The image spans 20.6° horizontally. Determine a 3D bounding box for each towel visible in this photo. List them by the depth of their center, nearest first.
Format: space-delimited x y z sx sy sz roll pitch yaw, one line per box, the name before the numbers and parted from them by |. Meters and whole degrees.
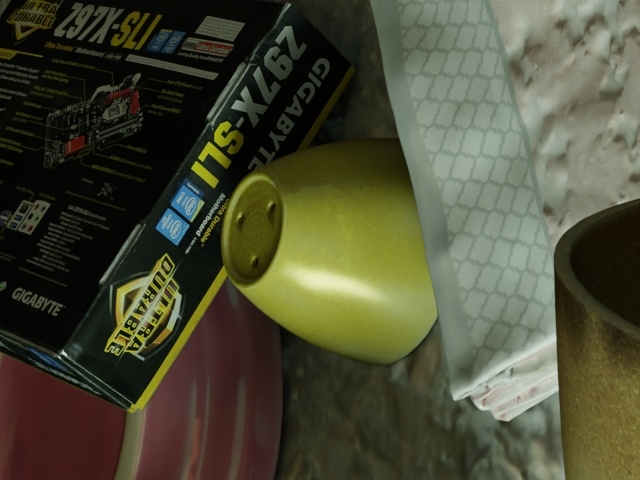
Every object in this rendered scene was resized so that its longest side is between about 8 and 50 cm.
towel | 0.139 -0.116 0.870 0.317 0.053 0.331 -39 52 45

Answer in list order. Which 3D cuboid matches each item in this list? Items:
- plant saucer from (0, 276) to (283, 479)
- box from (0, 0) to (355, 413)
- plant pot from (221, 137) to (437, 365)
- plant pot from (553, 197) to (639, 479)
plant saucer | -0.146 0.121 1.211 0.332 0.084 0.332 -18 68 53
box | -0.160 -0.047 1.159 0.322 0.079 0.257 15 67 50
plant pot | 0.000 0.000 1.008 0.134 0.095 0.134 -21 65 53
plant pot | 0.189 0.133 0.608 0.237 0.237 0.254 31 123 55
